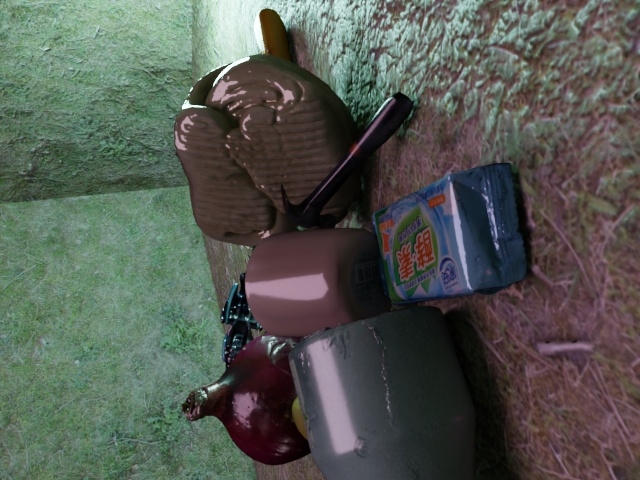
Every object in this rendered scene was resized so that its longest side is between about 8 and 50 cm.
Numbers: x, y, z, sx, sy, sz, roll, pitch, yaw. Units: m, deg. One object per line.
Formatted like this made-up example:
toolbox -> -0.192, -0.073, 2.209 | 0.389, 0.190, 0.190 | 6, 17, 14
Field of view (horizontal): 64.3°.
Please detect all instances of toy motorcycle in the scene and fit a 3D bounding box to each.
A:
toy motorcycle -> -0.267, 0.285, 1.812 | 0.232, 0.172, 0.416 | 107, 171, -54

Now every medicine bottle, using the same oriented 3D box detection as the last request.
medicine bottle -> 0.102, 0.266, 0.715 | 0.245, 0.245, 0.290 | 121, 137, -61

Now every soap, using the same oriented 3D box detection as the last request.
soap -> 0.156, 0.006, 0.701 | 0.293, 0.077, 0.156 | 148, 112, -70

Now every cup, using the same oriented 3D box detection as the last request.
cup -> 0.026, 0.085, 0.903 | 0.200, 0.253, 0.191 | -7, 62, 40

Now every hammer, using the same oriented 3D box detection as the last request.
hammer -> 0.042, -0.125, 0.829 | 0.290, 0.137, 0.037 | -48, 48, 31

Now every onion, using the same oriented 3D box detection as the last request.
onion -> -0.157, 0.400, 1.290 | 0.348, 0.385, 0.348 | -11, 77, 57

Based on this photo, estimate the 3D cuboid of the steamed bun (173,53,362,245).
steamed bun -> -0.093, -0.190, 0.980 | 0.255, 0.342, 0.368 | -87, -7, -47

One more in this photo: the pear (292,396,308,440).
pear -> 0.027, 0.360, 1.079 | 0.136, 0.167, 0.167 | 52, 156, 4

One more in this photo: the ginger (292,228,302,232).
ginger -> -0.135, 0.103, 1.491 | 0.348, 0.122, 0.363 | -173, 85, -78

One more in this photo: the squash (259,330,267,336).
squash -> -0.166, 0.394, 1.770 | 0.201, 0.066, 0.066 | -121, 30, -46

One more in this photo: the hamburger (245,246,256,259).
hamburger -> -0.158, -0.097, 1.306 | 0.276, 0.150, 0.260 | -33, 39, 61

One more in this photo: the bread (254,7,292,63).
bread -> -0.108, -0.448, 1.257 | 0.092, 0.074, 0.239 | 146, 114, -66
